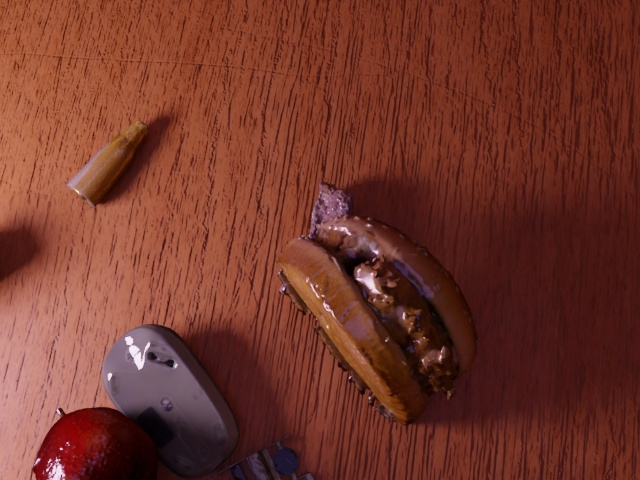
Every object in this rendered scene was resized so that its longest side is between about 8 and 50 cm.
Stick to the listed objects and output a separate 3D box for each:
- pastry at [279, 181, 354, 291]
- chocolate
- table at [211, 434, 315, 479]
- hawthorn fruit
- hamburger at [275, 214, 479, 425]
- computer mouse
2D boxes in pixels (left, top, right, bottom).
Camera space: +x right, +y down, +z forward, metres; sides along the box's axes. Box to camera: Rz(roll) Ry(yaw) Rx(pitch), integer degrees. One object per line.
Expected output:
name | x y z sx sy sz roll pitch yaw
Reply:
pastry | 0.011 0.006 1.499 0.112 0.103 0.265 18 80 13
chocolate | -0.462 -0.176 1.573 0.085 0.086 0.219 37 77 10
table | -0.104 0.493 1.407 0.175 0.062 0.146 -28 77 -2
hawthorn fruit | -0.428 0.405 1.332 0.210 0.230 0.266 -45 53 2
hamburger | 0.144 0.143 1.337 0.268 0.287 0.446 -37 99 -13
computer mouse | -0.303 0.323 1.437 0.197 0.095 0.331 -37 87 9
